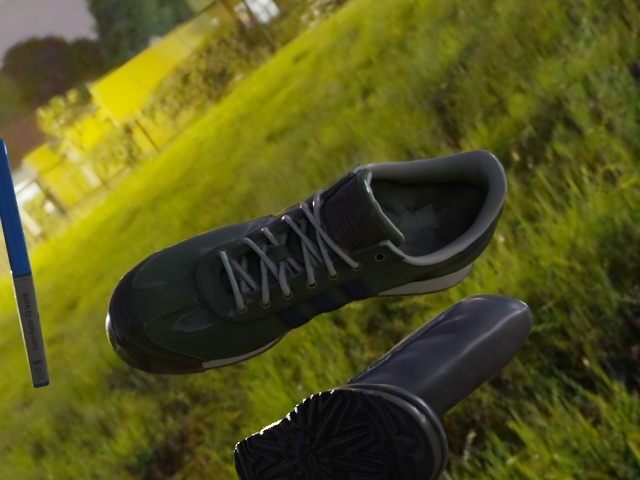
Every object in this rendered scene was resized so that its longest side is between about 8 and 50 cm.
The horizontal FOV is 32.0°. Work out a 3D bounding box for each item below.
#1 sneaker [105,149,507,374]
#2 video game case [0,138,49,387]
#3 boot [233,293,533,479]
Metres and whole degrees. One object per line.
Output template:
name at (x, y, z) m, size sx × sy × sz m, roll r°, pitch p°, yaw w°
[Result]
sneaker at (0.000, 0.000, 0.498) m, size 0.192 × 0.064 × 0.086 m, roll -14°, pitch -22°, yaw -24°
video game case at (-0.225, 0.021, 0.833) m, size 0.015 × 0.119 × 0.166 m, roll -12°, pitch -32°, yaw -16°
boot at (0.067, 0.091, 0.685) m, size 0.208 × 0.076 × 0.189 m, roll -19°, pitch 0°, yaw -38°
